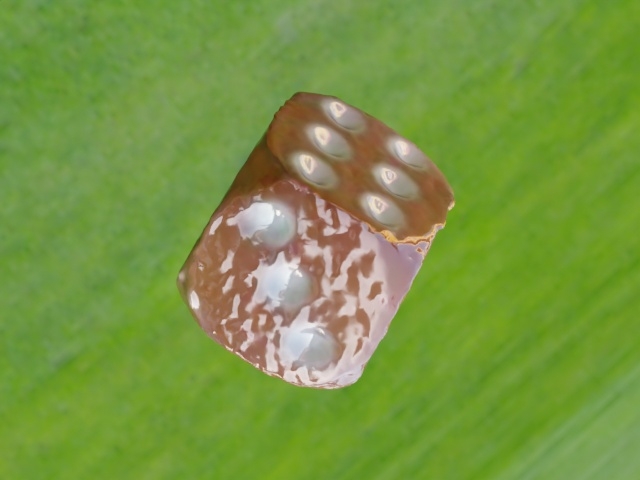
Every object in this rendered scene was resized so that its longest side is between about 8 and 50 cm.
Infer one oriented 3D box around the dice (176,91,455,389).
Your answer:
[{"bbox_3d":[0.000,0.000,1.591,0.179,0.174,0.175,-56,-179,27],"label":"dice"}]
